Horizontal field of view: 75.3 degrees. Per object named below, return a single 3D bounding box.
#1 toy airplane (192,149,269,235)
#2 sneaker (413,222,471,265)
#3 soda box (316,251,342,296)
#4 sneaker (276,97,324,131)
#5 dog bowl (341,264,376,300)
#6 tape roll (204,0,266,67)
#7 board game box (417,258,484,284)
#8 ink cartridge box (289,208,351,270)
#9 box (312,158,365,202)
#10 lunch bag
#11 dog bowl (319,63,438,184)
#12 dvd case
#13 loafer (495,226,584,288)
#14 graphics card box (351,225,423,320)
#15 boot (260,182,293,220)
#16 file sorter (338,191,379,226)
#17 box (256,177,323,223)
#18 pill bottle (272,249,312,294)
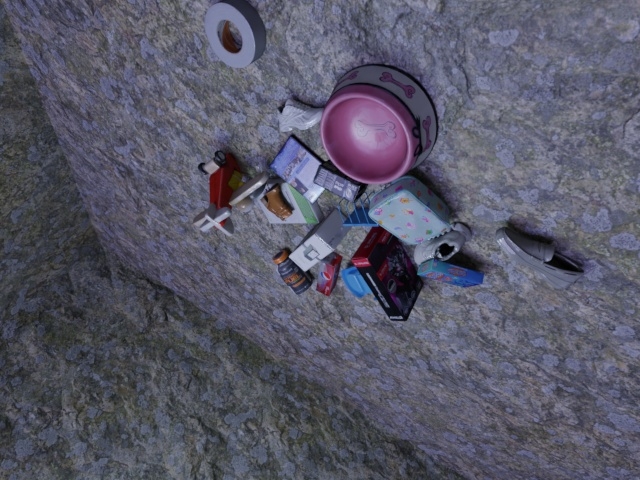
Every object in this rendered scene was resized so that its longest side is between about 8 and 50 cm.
[{"bbox_3d":[-0.409,-0.186,1.890,0.386,0.385,0.272,28,-179,43],"label":"toy airplane"},{"bbox_3d":[0.460,0.038,1.642,0.110,0.118,0.292,38,145,-4],"label":"sneaker"},{"bbox_3d":[0.042,0.174,2.146,0.083,0.092,0.263,25,142,14],"label":"soda box"},{"bbox_3d":[-0.083,-0.479,1.557,0.232,0.090,0.115,1,127,37],"label":"sneaker"},{"bbox_3d":[0.211,0.190,1.973,0.166,0.074,0.297,62,157,-11],"label":"dog bowl"},{"bbox_3d":[-0.302,-0.734,1.473,0.219,0.072,0.219,22,140,20],"label":"tape roll"},{"bbox_3d":[0.514,0.134,1.656,0.210,0.047,0.160,16,167,-3],"label":"board game box"},{"bbox_3d":[0.000,0.000,1.906,0.114,0.198,0.273,43,143,-6],"label":"ink cartridge box"},{"bbox_3d":[0.085,-0.237,1.613,0.180,0.147,0.078,29,121,10],"label":"box"},{"bbox_3d":[0.322,-0.108,1.543,0.279,0.108,0.224,33,140,-25],"label":"lunch bag"},{"bbox_3d":[0.176,-0.368,1.411,0.407,0.150,0.408,22,140,20],"label":"dog bowl"},{"bbox_3d":[-0.074,-0.295,1.749,0.253,0.022,0.180,40,122,-4],"label":"dvd case"},{"bbox_3d":[0.750,0.045,1.427,0.319,0.112,0.111,32,139,-5],"label":"loafer"},{"bbox_3d":[0.297,0.140,1.786,0.094,0.233,0.371,-9,123,43],"label":"graphics card box"},{"bbox_3d":[-0.183,-0.172,1.889,0.152,0.073,0.197,45,155,-7],"label":"boot"},{"bbox_3d":[0.174,-0.133,1.693,0.170,0.118,0.105,2,127,38],"label":"file sorter"},{"bbox_3d":[-0.162,-0.185,1.961,0.321,0.058,0.233,3,131,39],"label":"box"},{"bbox_3d":[-0.159,0.170,2.275,0.130,0.130,0.246,-13,121,46],"label":"pill bottle"}]
